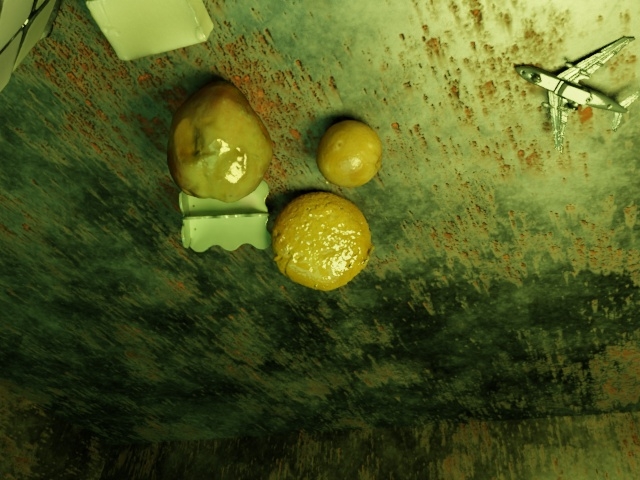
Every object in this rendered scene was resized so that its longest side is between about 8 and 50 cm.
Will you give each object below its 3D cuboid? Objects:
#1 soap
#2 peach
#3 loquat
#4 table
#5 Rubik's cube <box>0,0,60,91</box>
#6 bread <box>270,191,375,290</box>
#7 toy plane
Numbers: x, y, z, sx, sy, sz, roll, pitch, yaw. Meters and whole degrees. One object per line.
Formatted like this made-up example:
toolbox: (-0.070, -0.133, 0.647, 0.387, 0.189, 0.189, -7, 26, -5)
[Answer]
soap: (-0.296, -0.392, 0.932, 0.183, 0.064, 0.121, -7, 137, 16)
peach: (-0.197, -0.196, 1.060, 0.214, 0.214, 0.236, 10, 123, -3)
loquat: (0.058, -0.171, 1.084, 0.141, 0.141, 0.141, 5, 140, 4)
table: (-0.214, -0.059, 1.256, 0.198, 0.167, 0.167, -3, 140, 0)
Rubik's cube: (-0.572, -0.406, 0.765, 0.318, 0.314, 0.316, 28, 137, -24)
bread: (-0.002, -0.001, 1.258, 0.239, 0.240, 0.139, 15, -178, -8)
toy plane: (0.458, -0.268, 0.961, 0.226, 0.058, 0.226, 15, 124, -9)
